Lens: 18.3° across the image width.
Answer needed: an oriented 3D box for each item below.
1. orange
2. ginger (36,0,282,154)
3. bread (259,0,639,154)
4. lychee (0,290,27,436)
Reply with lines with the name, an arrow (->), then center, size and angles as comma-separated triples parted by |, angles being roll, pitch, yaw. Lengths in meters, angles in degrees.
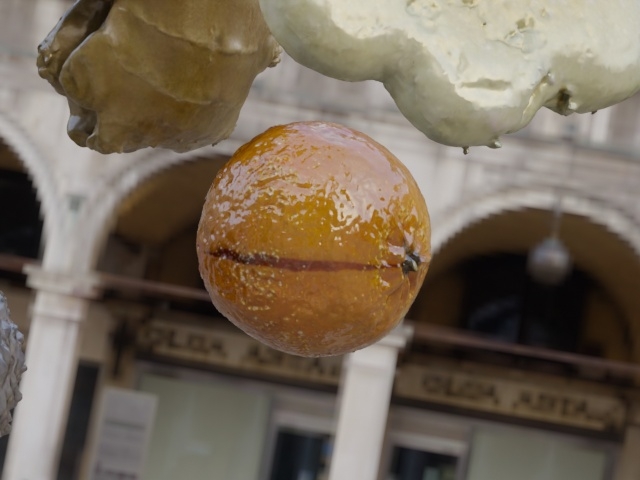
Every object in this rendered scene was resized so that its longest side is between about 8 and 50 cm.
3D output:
orange -> 0.000, 0.000, 1.541 | 0.161, 0.193, 0.193 | 4, -9, 39
ginger -> -0.139, -0.257, 1.656 | 0.236, 0.375, 0.166 | 1, -5, -15
bread -> 0.077, -0.196, 1.107 | 0.316, 0.316, 0.054 | 13, -27, -24
lychee -> -0.375, 0.113, 1.528 | 0.300, 0.300, 0.300 | 10, -7, 1
